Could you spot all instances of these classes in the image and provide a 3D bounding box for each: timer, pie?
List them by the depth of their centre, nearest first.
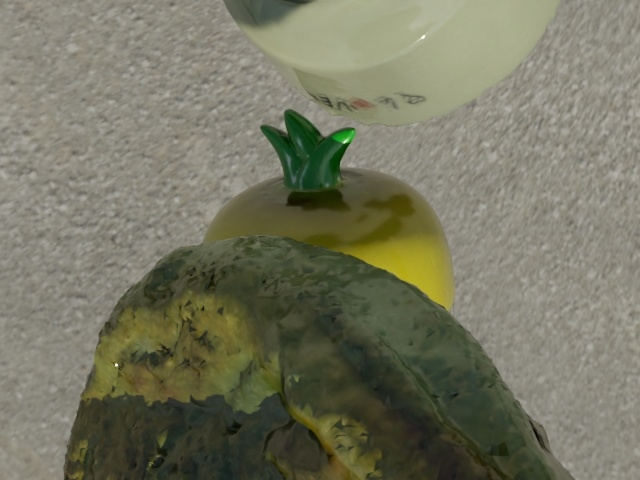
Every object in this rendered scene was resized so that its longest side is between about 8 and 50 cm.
[{"bbox_3d":[-0.018,0.134,0.386,0.277,0.078,0.277,-2,86,43],"label":"pie"},{"bbox_3d":[0.000,0.000,0.989,0.285,0.285,0.285,8,115,17],"label":"timer"}]

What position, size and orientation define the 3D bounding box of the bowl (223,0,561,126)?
[{"bbox_3d":[0.024,-0.176,0.550,0.211,0.112,0.211,-3,84,28],"label":"bowl"}]
